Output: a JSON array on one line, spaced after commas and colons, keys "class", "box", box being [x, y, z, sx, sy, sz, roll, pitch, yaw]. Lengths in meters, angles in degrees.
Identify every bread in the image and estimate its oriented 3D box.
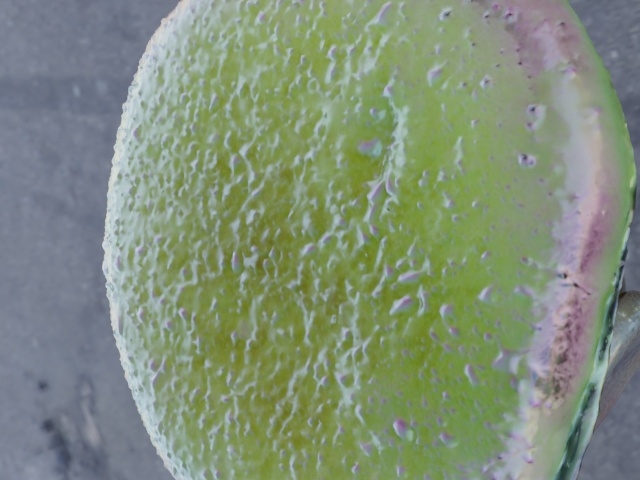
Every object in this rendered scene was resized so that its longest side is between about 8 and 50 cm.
[{"class": "bread", "box": [0.000, 0.000, 0.473, 0.228, 0.033, 0.228, -2, 87, 44]}]

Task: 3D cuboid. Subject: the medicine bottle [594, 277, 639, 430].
[{"class": "medicine bottle", "box": [0.091, 0.024, 1.148, 0.322, 0.151, 0.151, 33, 133, 20]}]
